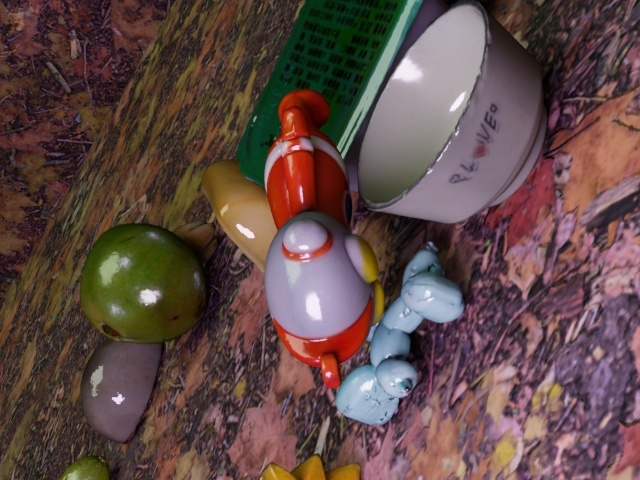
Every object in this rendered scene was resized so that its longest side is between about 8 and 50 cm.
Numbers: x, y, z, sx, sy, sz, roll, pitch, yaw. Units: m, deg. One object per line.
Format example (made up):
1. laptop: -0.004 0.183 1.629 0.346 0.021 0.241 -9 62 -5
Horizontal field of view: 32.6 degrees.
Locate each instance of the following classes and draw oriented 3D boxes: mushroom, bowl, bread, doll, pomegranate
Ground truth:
1. mushroom: -0.333 0.228 1.803 0.141 0.117 0.188 -19 45 48
2. bowl: 0.133 -0.104 1.020 0.211 0.112 0.211 -49 28 37
3. bread: -0.081 -0.039 1.429 0.098 0.147 0.217 -44 25 1
4. doll: 0.000 0.000 1.028 0.336 0.106 0.199 -94 -6 -47
5. doll: 0.077 0.082 1.031 0.158 0.059 0.159 -38 33 54
6. pomegranate: -0.239 0.069 1.695 0.159 0.241 0.189 10 100 34

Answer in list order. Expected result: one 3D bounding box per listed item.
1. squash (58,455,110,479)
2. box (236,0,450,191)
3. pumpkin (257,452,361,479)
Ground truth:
1. squash: -0.398 0.429 1.766 0.188 0.095 0.095 -64 21 -3
2. box: 0.046 -0.193 1.306 0.336 0.106 0.264 -65 31 5
3. pumpkin: -0.059 0.322 1.005 0.149 0.131 0.253 -36 38 52
